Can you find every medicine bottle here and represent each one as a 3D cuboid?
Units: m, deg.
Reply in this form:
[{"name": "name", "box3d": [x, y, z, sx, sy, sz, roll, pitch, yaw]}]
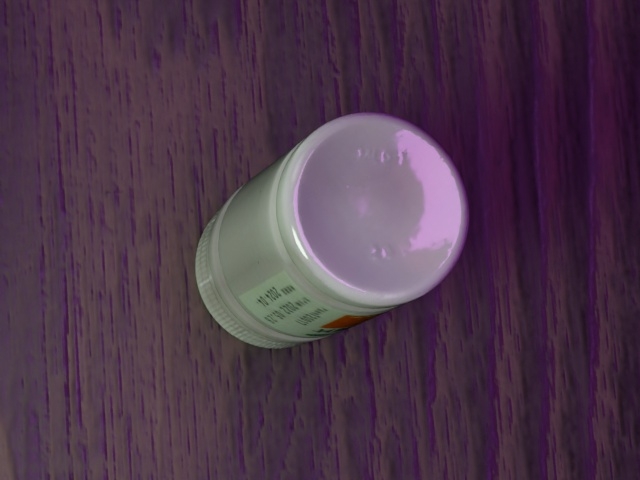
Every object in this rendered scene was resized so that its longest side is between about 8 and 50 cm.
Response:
[{"name": "medicine bottle", "box3d": [0.000, 0.000, 1.358, 0.133, 0.249, 0.133, 4, 78, -19]}]
